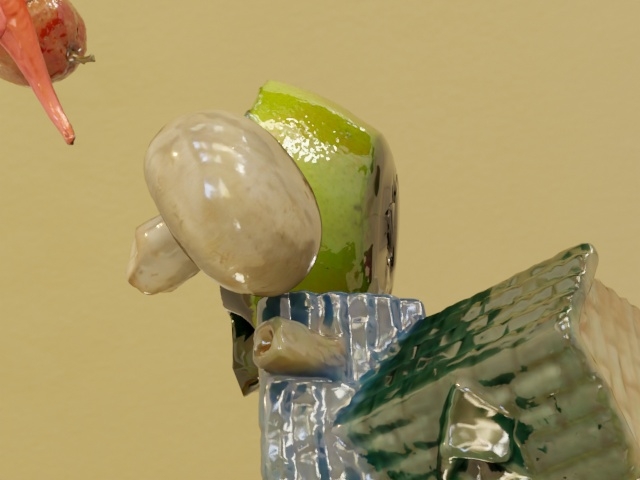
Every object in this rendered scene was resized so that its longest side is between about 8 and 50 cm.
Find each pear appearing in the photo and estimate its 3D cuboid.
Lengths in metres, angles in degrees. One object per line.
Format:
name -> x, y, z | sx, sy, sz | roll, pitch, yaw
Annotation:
pear -> 0.004, -0.003, 1.532 | 0.399, 0.165, 0.398 | 4, -90, -79

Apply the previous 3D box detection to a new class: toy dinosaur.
toy dinosaur -> -0.293, -0.243, 1.210 | 0.286, 0.139, 0.070 | 49, 169, -13

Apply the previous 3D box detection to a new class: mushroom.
mushroom -> -0.107, -0.020, 1.212 | 0.204, 0.204, 0.204 | 174, 90, -89

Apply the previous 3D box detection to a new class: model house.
model house -> 0.128, 0.233, 1.208 | 0.400, 0.445, 0.395 | 36, -139, -38

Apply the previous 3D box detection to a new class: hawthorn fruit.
hawthorn fruit -> -0.513, -0.366, 2.223 | 0.205, 0.253, 0.205 | -49, -20, -25
